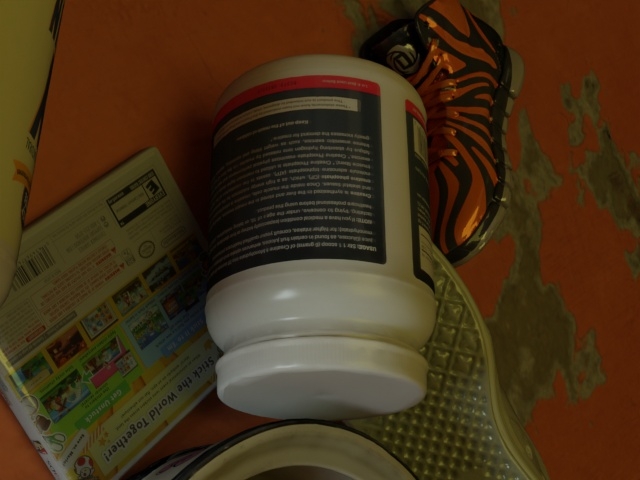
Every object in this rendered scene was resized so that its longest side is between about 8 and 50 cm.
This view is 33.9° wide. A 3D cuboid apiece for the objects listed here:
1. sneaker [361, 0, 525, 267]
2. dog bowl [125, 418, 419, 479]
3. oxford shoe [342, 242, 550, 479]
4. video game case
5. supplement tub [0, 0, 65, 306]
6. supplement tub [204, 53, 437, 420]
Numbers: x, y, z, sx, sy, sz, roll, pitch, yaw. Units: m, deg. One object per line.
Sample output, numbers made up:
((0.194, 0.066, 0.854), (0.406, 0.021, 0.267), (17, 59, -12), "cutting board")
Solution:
((0.113, -0.130, 1.116), (0.180, 0.125, 0.321), (37, 48, -31), "sneaker")
((-0.061, 0.345, 0.824), (0.408, 0.150, 0.407), (10, 76, -45), "dog bowl")
((0.120, 0.172, 1.062), (0.449, 0.169, 0.130), (61, 6, -9), "oxford shoe")
((-0.166, 0.063, 0.853), (0.227, 0.026, 0.206), (-42, 113, -42), "video game case")
((-0.282, -0.075, 0.608), (0.235, 0.235, 0.324), (20, 70, -42), "supplement tub")
((0.000, 0.000, 0.886), (0.191, 0.191, 0.272), (22, 58, -41), "supplement tub")
